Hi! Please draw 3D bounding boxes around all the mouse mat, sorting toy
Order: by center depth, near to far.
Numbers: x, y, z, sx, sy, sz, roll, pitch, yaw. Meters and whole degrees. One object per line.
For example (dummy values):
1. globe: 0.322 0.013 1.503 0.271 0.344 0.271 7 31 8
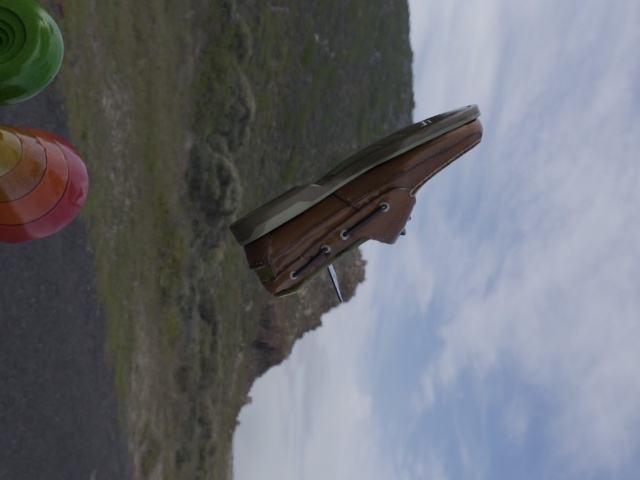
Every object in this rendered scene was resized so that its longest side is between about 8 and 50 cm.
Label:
1. sorting toy: -0.315 -0.186 0.607 0.126 0.127 0.365 116 -40 -74
2. mouse mat: 0.000 0.000 0.963 0.190 0.007 0.152 -98 168 -78

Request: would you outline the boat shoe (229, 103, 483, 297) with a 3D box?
1. boat shoe: 0.055 -0.045 0.737 0.104 0.307 0.111 61 1 -8
